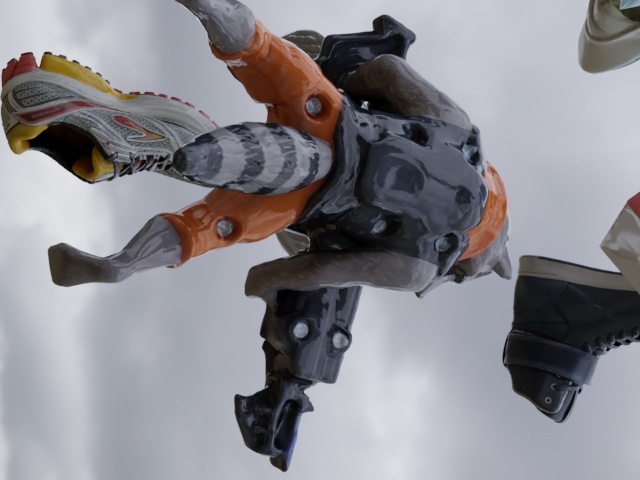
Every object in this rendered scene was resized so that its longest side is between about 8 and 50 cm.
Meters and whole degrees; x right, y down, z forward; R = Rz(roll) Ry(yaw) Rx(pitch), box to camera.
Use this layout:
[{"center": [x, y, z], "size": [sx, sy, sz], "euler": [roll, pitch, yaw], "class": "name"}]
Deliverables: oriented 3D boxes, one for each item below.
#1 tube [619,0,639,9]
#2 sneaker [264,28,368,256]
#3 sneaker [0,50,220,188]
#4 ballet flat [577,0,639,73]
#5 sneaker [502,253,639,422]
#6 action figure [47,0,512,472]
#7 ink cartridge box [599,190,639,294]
[{"center": [0.352, -0.295, 1.152], "size": [0.207, 0.080, 0.052], "euler": [33, 53, -67], "class": "tube"}, {"center": [0.015, -0.069, 1.067], "size": [0.127, 0.126, 0.321], "euler": [60, 15, -44], "class": "sneaker"}, {"center": [-0.182, -0.083, 0.972], "size": [0.088, 0.225, 0.093], "euler": [-39, -136, 47], "class": "sneaker"}, {"center": [0.481, -0.358, 1.547], "size": [0.400, 0.139, 0.139], "euler": [-21, -103, 57], "class": "ballet flat"}, {"center": [0.293, 0.112, 1.090], "size": [0.226, 0.086, 0.164], "euler": [9, -102, 29], "class": "sneaker"}, {"center": [0.000, 0.000, 0.713], "size": [0.178, 0.330, 0.342], "euler": [11, -88, 53], "class": "action figure"}, {"center": [0.323, -0.043, 0.842], "size": [0.067, 0.198, 0.115], "euler": [53, -7, 16], "class": "ink cartridge box"}]
